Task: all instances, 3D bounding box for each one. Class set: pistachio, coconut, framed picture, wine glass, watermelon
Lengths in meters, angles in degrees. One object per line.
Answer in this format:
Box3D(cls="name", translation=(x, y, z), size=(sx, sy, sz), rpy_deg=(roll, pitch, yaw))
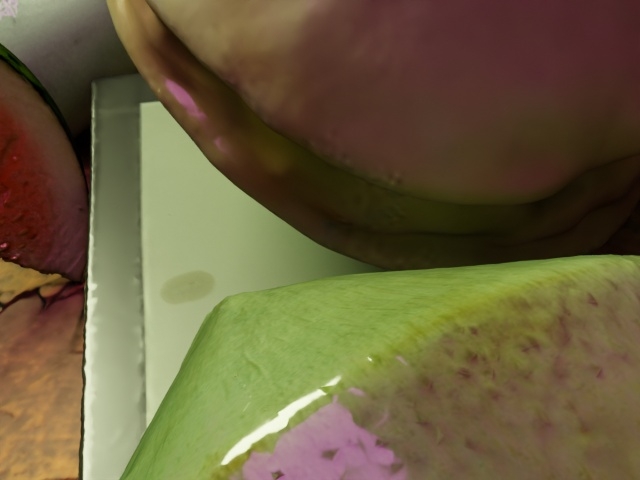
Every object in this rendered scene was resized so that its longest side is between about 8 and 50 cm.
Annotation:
Box3D(cls="pistachio", translation=(0.051, -0.176, 0.895), size=(0.365, 0.281, 0.445), rpy_deg=(5, 52, -17))
Box3D(cls="coconut", translation=(0.049, 0.146, 0.564), size=(0.329, 0.281, 0.328), rpy_deg=(-4, 79, 24))
Box3D(cls="framed picture", translation=(0.000, 0.000, 0.901), size=(0.265, 0.016, 0.347), rpy_deg=(-7, 42, -1))
Box3D(cls="wine glass", translation=(-0.259, -0.078, 1.041), size=(0.321, 0.143, 0.143), rpy_deg=(-32, 42, -16))
Box3D(cls="watermelon", translation=(-0.226, -0.072, 0.956), size=(0.119, 0.245, 0.063), rpy_deg=(-59, 20, -2))
